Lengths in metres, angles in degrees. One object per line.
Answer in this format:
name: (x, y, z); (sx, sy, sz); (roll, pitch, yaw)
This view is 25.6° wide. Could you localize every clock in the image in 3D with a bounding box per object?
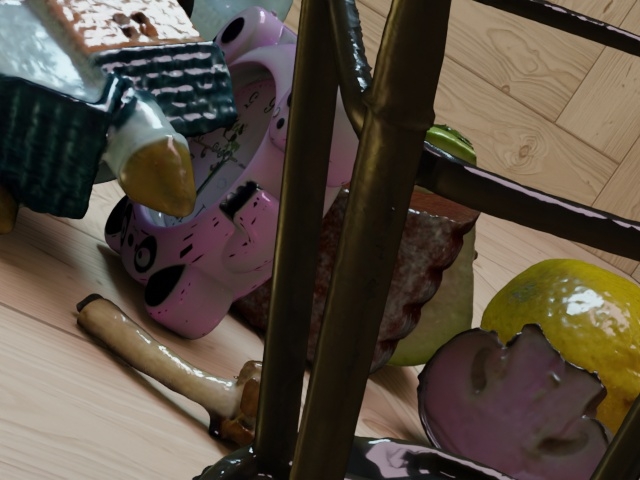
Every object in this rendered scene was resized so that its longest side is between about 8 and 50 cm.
clock: (-0.071, -0.055, 1.156); (0.090, 0.248, 0.227); (35, 8, -33)

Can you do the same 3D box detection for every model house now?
model house: (-0.185, -0.091, 1.085); (0.253, 0.184, 0.291); (-9, 43, -36)

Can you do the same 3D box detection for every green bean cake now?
green bean cake: (0.000, 0.000, 1.280); (0.233, 0.198, 0.097); (31, 8, 14)

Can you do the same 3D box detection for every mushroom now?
mushroom: (0.175, 0.163, 1.224); (0.188, 0.141, 0.117); (41, -9, 28)
mushroom: (-0.099, 0.083, 0.988); (0.187, 0.061, 0.060); (31, 15, 16)

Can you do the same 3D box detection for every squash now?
squash: (0.073, -0.006, 1.480); (0.210, 0.233, 0.309); (0, 4, 11)

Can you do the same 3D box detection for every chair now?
chair: (0.121, 0.042, 0.671); (0.365, 0.410, 0.362); (16, 23, -11)

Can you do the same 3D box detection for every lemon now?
lemon: (0.266, 0.123, 1.479); (0.204, 0.204, 0.260); (28, 8, -27)

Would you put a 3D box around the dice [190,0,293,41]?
dice: (-0.207, -0.271, 1.566); (0.268, 0.262, 0.265); (41, -7, -18)
